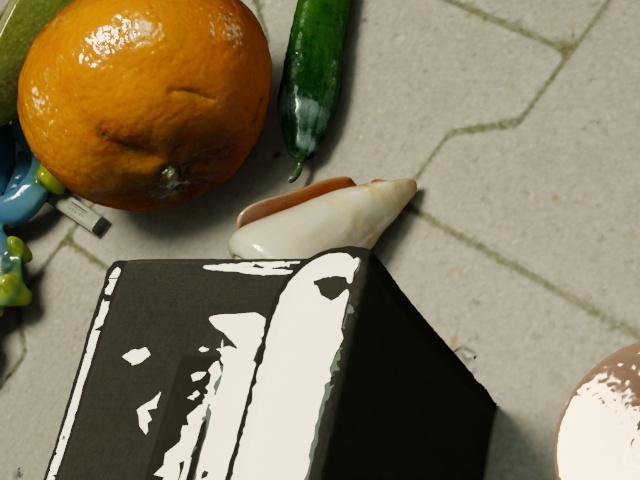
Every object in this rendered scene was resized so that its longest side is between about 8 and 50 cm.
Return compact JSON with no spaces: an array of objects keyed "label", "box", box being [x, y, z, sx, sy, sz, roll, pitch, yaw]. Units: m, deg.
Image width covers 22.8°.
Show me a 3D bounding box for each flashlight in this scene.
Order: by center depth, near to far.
[{"label":"flashlight","box":[-0.228,-0.029,1.472,0.083,0.018,0.018,31,80,38]}]

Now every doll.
[{"label":"doll","box":[-0.386,-0.001,1.490,0.346,0.099,0.341,-43,48,6]}]

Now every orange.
[{"label":"orange","box":[-0.147,-0.123,1.356,0.224,0.224,0.170,-28,65,13]}]

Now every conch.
[{"label":"conch","box":[-0.008,-0.009,1.289,0.176,0.094,0.104,-48,11,-9]}]

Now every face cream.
[{"label":"face cream","box":[0.239,0.150,1.042,0.149,0.104,0.149,-14,56,23]}]

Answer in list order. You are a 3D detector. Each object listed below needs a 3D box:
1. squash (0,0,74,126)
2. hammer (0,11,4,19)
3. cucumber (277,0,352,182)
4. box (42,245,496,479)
[{"label":"squash","box":[-0.272,-0.224,1.460,0.260,0.189,0.189,-31,47,-23]},{"label":"hammer","box":[-0.334,-0.218,1.644,0.292,0.029,0.058,-48,52,-5]},{"label":"cucumber","box":[-0.005,-0.163,1.400,0.056,0.056,0.250,-7,59,27]},{"label":"box","box":[-0.040,0.214,1.074,0.204,0.251,0.345,-1,61,30]}]
